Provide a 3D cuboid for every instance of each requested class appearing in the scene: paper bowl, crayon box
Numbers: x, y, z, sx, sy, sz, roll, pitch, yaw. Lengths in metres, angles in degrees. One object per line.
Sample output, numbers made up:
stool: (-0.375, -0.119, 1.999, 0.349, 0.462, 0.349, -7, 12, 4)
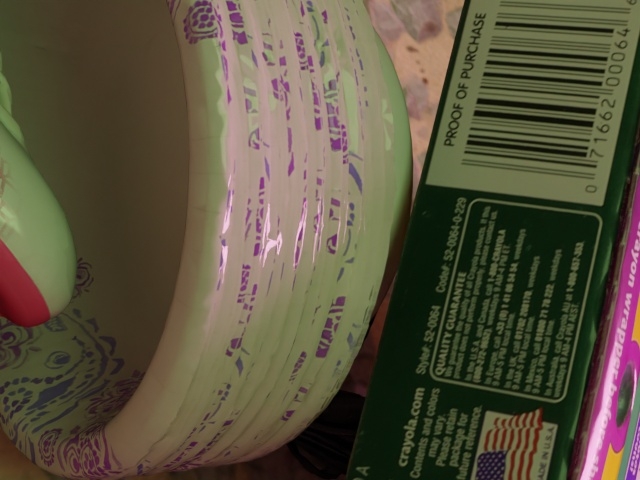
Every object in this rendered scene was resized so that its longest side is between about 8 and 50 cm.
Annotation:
paper bowl: (-0.066, -0.033, 0.642, 0.148, 0.284, 0.284, -1, 70, -35)
crayon box: (0.125, 0.098, 0.680, 0.313, 0.106, 0.363, 42, 60, -60)

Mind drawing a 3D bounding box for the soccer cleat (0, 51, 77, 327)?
soccer cleat: (-0.198, -0.100, 0.610, 0.331, 0.116, 0.143, 40, 67, 23)

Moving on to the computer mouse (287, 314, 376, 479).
computer mouse: (0.000, 0.000, 0.816, 0.188, 0.072, 0.272, 21, 58, -26)
